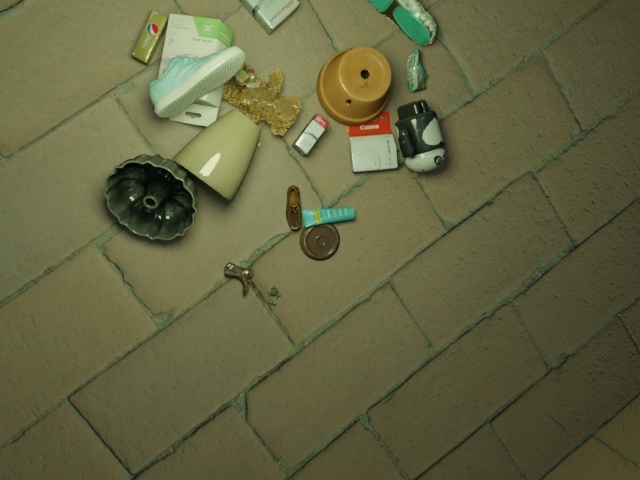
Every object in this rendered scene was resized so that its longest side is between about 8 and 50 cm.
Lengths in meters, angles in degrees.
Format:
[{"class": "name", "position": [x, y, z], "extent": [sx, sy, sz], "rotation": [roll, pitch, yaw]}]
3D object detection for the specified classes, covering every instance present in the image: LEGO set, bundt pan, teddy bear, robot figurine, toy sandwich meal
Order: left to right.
[{"class": "bundt pan", "position": [-0.585, -0.165, 1.760], "extent": [0.330, 0.124, 0.331], "rotation": [3, 126, 4]}, {"class": "toy sandwich meal", "position": [-0.278, -0.607, 1.799], "extent": [0.085, 0.029, 0.086], "rotation": [1, 84, -6]}, {"class": "teddy bear", "position": [-0.238, -0.542, 1.867], "extent": [0.337, 0.113, 0.245], "rotation": [14, 85, -5]}, {"class": "LEGO set", "position": [-0.189, 0.217, 1.983], "extent": [0.054, 0.023, 0.083], "rotation": [26, 103, -10]}, {"class": "robot figurine", "position": [0.398, -0.411, 1.961], "extent": [0.208, 0.173, 0.279], "rotation": [-17, 98, -7]}]

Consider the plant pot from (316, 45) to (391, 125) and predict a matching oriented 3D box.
[{"class": "plant pot", "position": [0.145, -0.602, 1.869], "extent": [0.290, 0.203, 0.291], "rotation": [0, 91, -11]}]

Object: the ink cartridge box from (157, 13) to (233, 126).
[{"class": "ink cartridge box", "position": [-0.456, -0.602, 1.765], "extent": [0.206, 0.119, 0.354], "rotation": [12, 93, 13]}]

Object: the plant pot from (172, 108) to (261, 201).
[{"class": "plant pot", "position": [-0.343, -0.323, 1.776], "extent": [0.256, 0.256, 0.274], "rotation": [37, 88, -12]}]

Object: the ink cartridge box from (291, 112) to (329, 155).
[{"class": "ink cartridge box", "position": [-0.041, -0.408, 1.905], "extent": [0.063, 0.109, 0.151], "rotation": [37, 87, -13]}]

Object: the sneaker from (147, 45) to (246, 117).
[{"class": "sneaker", "position": [-0.426, -0.561, 1.629], "extent": [0.365, 0.135, 0.150], "rotation": [-29, 88, 10]}]

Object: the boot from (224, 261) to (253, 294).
[{"class": "boot", "position": [-0.332, 0.148, 1.936], "extent": [0.114, 0.037, 0.107], "rotation": [18, 78, -16]}]

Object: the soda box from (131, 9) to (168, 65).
[{"class": "soda box", "position": [-0.615, -0.730, 1.783], "extent": [0.058, 0.061, 0.182], "rotation": [25, 90, -13]}]

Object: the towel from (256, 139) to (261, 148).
[{"class": "towel", "position": [-0.277, -0.386, 1.911], "extent": [0.083, 0.009, 0.060], "rotation": [38, 87, -12]}]

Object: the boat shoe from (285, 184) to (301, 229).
[{"class": "boat shoe", "position": [-0.107, -0.128, 1.939], "extent": [0.064, 0.060, 0.178], "rotation": [-3, 96, 0]}]

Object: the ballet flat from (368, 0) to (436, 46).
[{"class": "ballet flat", "position": [0.302, -0.937, 1.933], "extent": [0.409, 0.147, 0.147], "rotation": [42, 86, -15]}]

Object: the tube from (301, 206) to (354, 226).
[{"class": "tube", "position": [0.031, -0.100, 1.980], "extent": [0.206, 0.052, 0.080], "rotation": [-7, 58, -10]}]

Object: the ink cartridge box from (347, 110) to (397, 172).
[{"class": "ink cartridge box", "position": [0.207, -0.398, 1.986], "extent": [0.188, 0.066, 0.233], "rotation": [-7, 101, -11]}]

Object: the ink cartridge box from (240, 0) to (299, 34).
[{"class": "ink cartridge box", "position": [-0.203, -0.903, 1.837], "extent": [0.153, 0.087, 0.208], "rotation": [-43, 101, -5]}]

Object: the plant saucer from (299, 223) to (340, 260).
[{"class": "plant saucer", "position": [0.000, 0.000, 1.994], "extent": [0.168, 0.029, 0.169], "rotation": [-1, 95, -11]}]

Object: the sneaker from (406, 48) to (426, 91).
[{"class": "sneaker", "position": [0.394, -0.686, 2.001], "extent": [0.076, 0.065, 0.167], "rotation": [-2, 99, -28]}]
